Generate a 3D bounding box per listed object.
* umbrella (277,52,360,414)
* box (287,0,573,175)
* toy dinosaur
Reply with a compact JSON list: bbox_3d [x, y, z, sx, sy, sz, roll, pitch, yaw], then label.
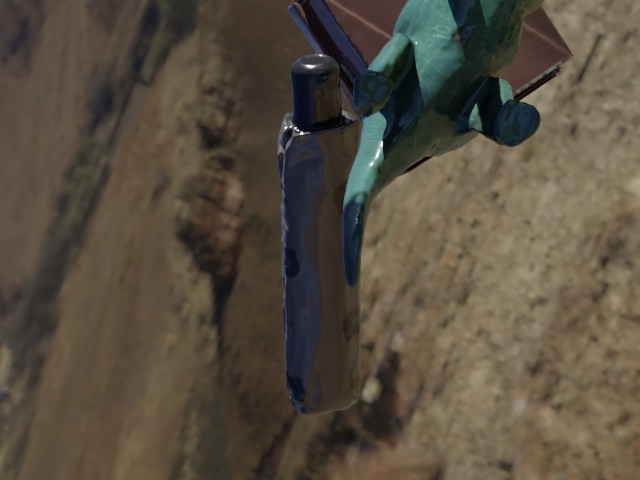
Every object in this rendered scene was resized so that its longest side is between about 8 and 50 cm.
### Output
[{"bbox_3d":[0.000,0.000,1.405,0.067,0.073,0.337,-137,41,-54],"label":"umbrella"},{"bbox_3d":[0.114,-0.211,1.633,0.215,0.215,0.086,-34,2,-18],"label":"box"},{"bbox_3d":[0.087,-0.133,1.195,0.383,0.129,0.331,-62,4,-6],"label":"toy dinosaur"}]
